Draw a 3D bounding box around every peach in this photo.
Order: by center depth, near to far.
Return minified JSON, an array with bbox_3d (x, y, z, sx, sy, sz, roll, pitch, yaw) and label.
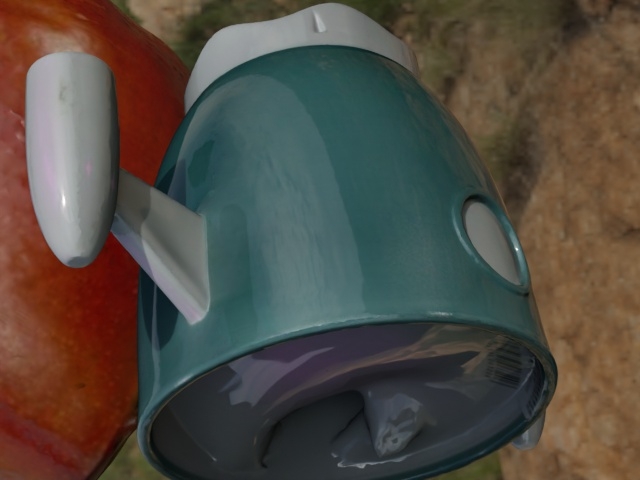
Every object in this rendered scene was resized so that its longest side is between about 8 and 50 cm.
[{"bbox_3d":[-0.183,0.000,0.780,0.338,0.281,0.281,65,151,16],"label":"peach"}]

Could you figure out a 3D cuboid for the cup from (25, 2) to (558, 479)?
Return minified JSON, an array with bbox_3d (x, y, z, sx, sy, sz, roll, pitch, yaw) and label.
[{"bbox_3d":[0.000,0.000,0.545,0.167,0.299,0.173,-31,52,30],"label":"cup"}]
